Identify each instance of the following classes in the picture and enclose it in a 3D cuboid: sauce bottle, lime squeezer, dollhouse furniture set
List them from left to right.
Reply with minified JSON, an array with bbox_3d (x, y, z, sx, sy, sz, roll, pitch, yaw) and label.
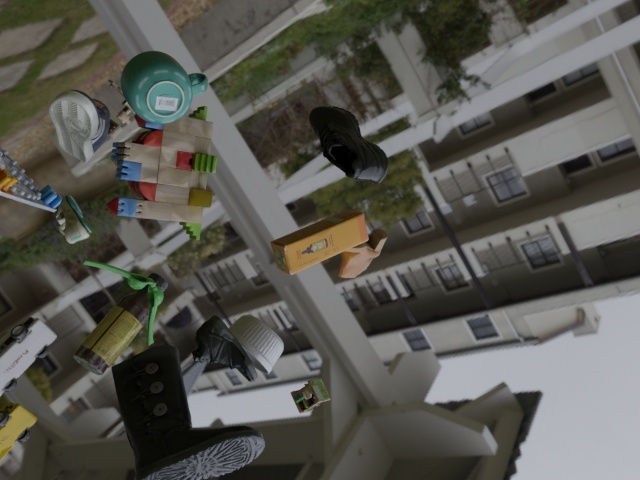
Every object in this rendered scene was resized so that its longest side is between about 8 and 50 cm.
[{"bbox_3d":[-0.764,-0.482,2.122,0.151,0.123,0.144,-46,-140,-8],"label":"dollhouse furniture set"},{"bbox_3d":[-0.597,0.246,1.776,0.111,0.111,0.344,-16,-149,52],"label":"sauce bottle"},{"bbox_3d":[-0.468,0.129,1.470,0.110,0.310,0.059,-27,-143,-3],"label":"lime squeezer"}]

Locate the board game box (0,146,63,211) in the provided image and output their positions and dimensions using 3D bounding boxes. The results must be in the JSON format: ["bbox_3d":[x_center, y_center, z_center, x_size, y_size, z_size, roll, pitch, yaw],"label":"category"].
[{"bbox_3d":[-0.916,-0.259,1.605,0.050,0.390,0.390,-42,180,-6],"label":"board game box"}]

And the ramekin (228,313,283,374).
[{"bbox_3d":[-0.219,0.340,1.938,0.109,0.207,0.207,-50,-162,-22],"label":"ramekin"}]

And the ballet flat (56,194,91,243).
[{"bbox_3d":[-0.507,-0.044,1.169,0.052,0.057,0.168,-35,-143,-12],"label":"ballet flat"}]

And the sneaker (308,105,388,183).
[{"bbox_3d":[0.048,-0.254,1.471,0.130,0.286,0.109,-6,134,-43],"label":"sneaker"}]

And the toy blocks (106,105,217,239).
[{"bbox_3d":[-0.447,-0.203,1.589,0.261,0.381,0.191,6,-177,-37],"label":"toy blocks"}]

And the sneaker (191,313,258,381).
[{"bbox_3d":[-0.283,0.338,1.677,0.130,0.227,0.087,-40,-170,-15],"label":"sneaker"}]

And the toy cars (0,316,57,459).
[{"bbox_3d":[-0.718,0.347,1.292,0.087,0.393,0.176,21,-171,28],"label":"toy cars"}]

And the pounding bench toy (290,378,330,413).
[{"bbox_3d":[-0.033,0.344,1.272,0.065,0.052,0.083,-37,157,21],"label":"pounding bench toy"}]

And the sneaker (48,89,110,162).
[{"bbox_3d":[-0.639,-0.344,1.580,0.148,0.131,0.350,-62,-164,-23],"label":"sneaker"}]

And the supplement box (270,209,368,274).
[{"bbox_3d":[0.000,0.000,1.391,0.233,0.078,0.080,-24,-157,-30],"label":"supplement box"}]

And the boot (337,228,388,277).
[{"bbox_3d":[0.103,0.060,2.113,0.295,0.104,0.211,-6,139,-39],"label":"boot"}]

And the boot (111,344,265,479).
[{"bbox_3d":[-0.409,0.498,1.747,0.367,0.146,0.445,-11,-144,-21],"label":"boot"}]

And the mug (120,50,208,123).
[{"bbox_3d":[-0.309,-0.305,1.150,0.158,0.129,0.097,-39,-135,-1],"label":"mug"}]
